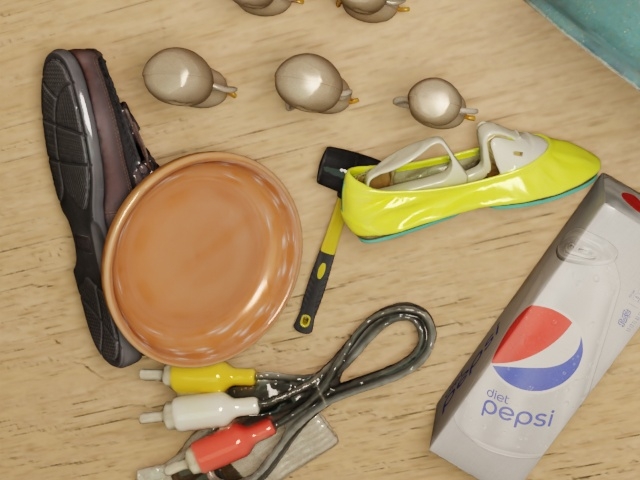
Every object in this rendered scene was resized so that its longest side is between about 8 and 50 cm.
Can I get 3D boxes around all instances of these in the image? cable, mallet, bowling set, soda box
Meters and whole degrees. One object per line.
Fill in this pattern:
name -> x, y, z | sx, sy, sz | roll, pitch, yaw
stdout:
cable -> -0.024, 0.150, 1.382 | 0.287, 0.072, 0.139 | -17, 87, 13
mallet -> 0.000, 0.000, 1.368 | 0.062, 0.039, 0.189 | 24, 115, -4
bowling set -> 0.002, -0.195, 1.258 | 0.287, 0.154, 0.199 | 9, 92, 7
soda box -> 0.211, 0.086, 1.332 | 0.091, 0.098, 0.286 | 31, 112, -3

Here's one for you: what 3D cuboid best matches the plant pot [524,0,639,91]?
plant pot -> 0.377, -0.216, 1.093 | 0.341, 0.341, 0.334 | 35, 103, -5

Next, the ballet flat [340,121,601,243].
ballet flat -> 0.128, -0.060, 1.283 | 0.231, 0.077, 0.077 | -14, 118, 1

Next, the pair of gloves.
pair of gloves -> -0.046, 0.281, 1.470 | 0.204, 0.042, 0.240 | -25, 105, 16

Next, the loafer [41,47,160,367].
loafer -> -0.183, -0.035, 1.361 | 0.095, 0.109, 0.302 | -19, 112, -29

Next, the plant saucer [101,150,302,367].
plant saucer -> -0.109, 0.015, 1.337 | 0.200, 0.037, 0.200 | -10, 109, -31
